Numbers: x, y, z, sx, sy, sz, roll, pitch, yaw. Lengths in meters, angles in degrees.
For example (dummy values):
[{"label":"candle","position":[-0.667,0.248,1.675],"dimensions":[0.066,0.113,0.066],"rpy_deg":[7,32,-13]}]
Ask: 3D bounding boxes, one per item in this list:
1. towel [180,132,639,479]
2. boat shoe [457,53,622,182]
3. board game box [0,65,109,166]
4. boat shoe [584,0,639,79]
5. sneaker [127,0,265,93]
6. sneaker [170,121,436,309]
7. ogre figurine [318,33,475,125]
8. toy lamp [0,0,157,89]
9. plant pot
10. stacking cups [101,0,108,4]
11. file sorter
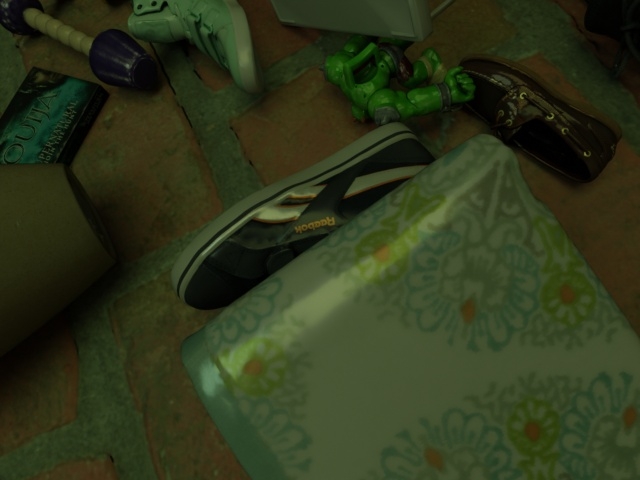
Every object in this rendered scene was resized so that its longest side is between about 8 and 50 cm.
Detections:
[{"label":"towel","position":[0.112,0.150,0.350],"dimensions":[0.320,0.090,0.375],"rpy_deg":[-35,90,-2]},{"label":"boat shoe","position":[0.240,-0.144,0.478],"dimensions":[0.206,0.073,0.073],"rpy_deg":[34,78,16]},{"label":"board game box","position":[-0.405,-0.156,0.588],"dimensions":[0.126,0.026,0.187],"rpy_deg":[18,76,11]},{"label":"boat shoe","position":[0.389,-0.277,0.450],"dimensions":[0.155,0.187,0.501],"rpy_deg":[-18,67,7]},{"label":"sneaker","position":[-0.172,-0.272,0.557],"dimensions":[0.150,0.094,0.256],"rpy_deg":[-22,62,-6]},{"label":"sneaker","position":[0.000,0.000,0.437],"dimensions":[0.321,0.126,0.128],"rpy_deg":[-33,66,-5]},{"label":"ogre figurine","position":[0.079,-0.208,0.508],"dimensions":[0.118,0.097,0.197],"rpy_deg":[-32,78,-11]},{"label":"toy lamp","position":[-0.355,-0.295,0.597],"dimensions":[0.274,0.080,0.080],"rpy_deg":[29,79,14]},{"label":"plant pot","position":[-0.384,0.025,0.436],"dimensions":[0.273,0.257,0.257],"rpy_deg":[-27,71,-19]},{"label":"stacking cups","position":[-0.224,-0.488,0.635],"dimensions":[0.316,0.096,0.096],"rpy_deg":[-30,72,-5]},{"label":"file sorter","position":[0.046,-0.377,0.465],"dimensions":[0.173,0.193,0.277],"rpy_deg":[-44,46,-13]}]
